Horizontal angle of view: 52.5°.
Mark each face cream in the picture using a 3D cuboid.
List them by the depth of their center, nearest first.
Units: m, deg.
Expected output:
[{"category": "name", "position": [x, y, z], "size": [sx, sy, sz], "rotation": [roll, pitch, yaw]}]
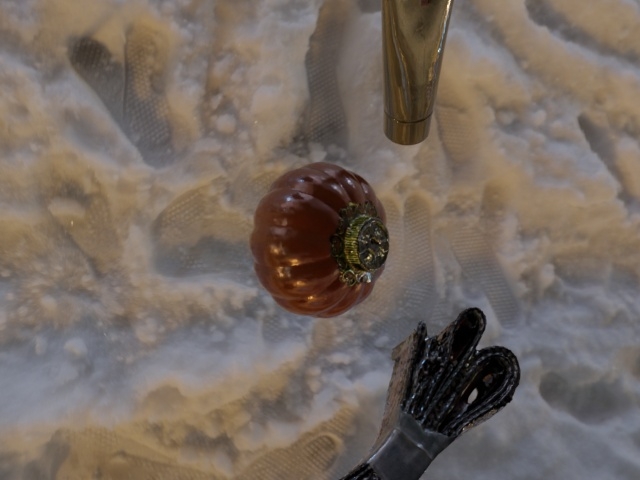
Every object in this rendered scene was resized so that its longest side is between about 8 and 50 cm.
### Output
[{"category": "face cream", "position": [0.143, -0.295, 0.993], "size": [0.137, 0.341, 0.084], "rotation": [-18, 53, -11]}]

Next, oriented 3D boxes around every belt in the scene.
[{"category": "belt", "position": [0.070, 0.216, 0.630], "size": [0.126, 0.094, 0.359], "rotation": [38, 59, 9]}]

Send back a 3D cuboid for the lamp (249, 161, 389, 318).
[{"category": "lamp", "position": [0.000, 0.000, 0.922], "size": [0.223, 0.196, 0.223], "rotation": [-6, 99, -48]}]
